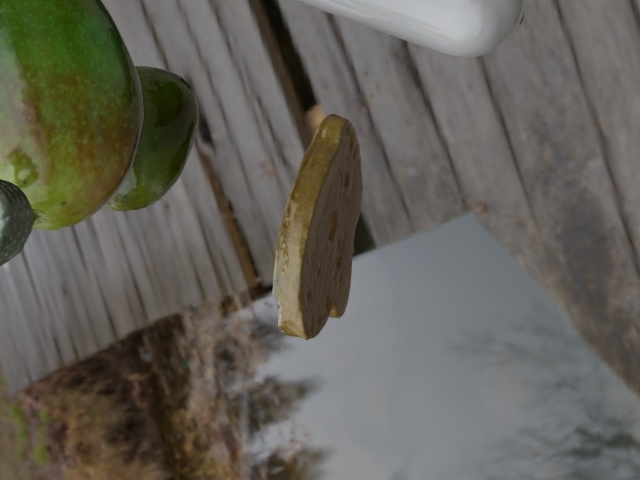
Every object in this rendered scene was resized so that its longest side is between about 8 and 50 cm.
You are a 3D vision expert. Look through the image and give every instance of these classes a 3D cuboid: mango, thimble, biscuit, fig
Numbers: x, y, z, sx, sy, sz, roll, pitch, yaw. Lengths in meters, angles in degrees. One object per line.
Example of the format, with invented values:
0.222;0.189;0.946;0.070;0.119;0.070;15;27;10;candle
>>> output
-0.315;-0.193;1.333;0.201;0.225;0.382;-45;57;58;mango
-0.320;-0.010;1.120;0.084;0.110;0.062;49;-169;7;thimble
-0.002;0.000;1.796;0.287;0.057;0.343;77;-155;-50;biscuit
-0.245;-0.142;1.617;0.181;0.191;0.181;45;166;14;fig

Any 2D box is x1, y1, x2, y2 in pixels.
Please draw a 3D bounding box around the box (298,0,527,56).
0.098;-0.345;1.602;0.288;0.349;0.141;-47;-23;-72;box
